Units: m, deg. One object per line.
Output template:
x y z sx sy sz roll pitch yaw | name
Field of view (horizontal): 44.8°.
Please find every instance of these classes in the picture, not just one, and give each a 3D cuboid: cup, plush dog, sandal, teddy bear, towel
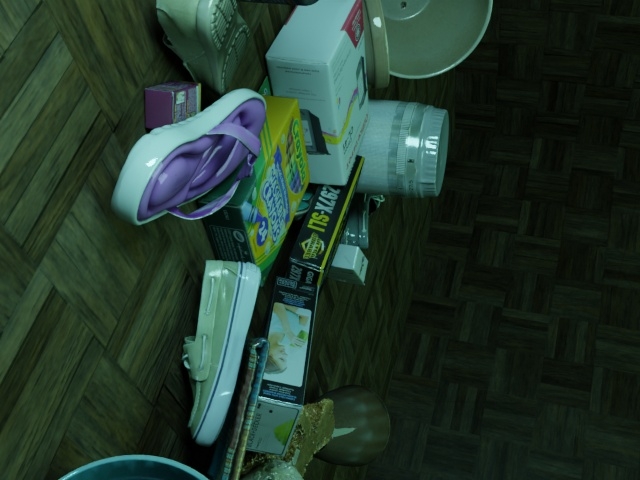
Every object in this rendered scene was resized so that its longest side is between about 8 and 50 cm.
0.217 -0.585 1.869 0.237 0.331 0.331 -104 -168 -59 | cup
-0.109 0.535 1.502 0.225 0.262 0.210 -60 -171 -25 | plush dog
-0.149 -0.097 1.074 0.169 0.102 0.416 -62 174 27 | sandal
-0.089 0.468 1.723 0.338 0.113 0.245 -55 144 -42 | teddy bear
-0.141 0.292 1.281 0.370 0.040 0.271 133 -31 -78 | towel

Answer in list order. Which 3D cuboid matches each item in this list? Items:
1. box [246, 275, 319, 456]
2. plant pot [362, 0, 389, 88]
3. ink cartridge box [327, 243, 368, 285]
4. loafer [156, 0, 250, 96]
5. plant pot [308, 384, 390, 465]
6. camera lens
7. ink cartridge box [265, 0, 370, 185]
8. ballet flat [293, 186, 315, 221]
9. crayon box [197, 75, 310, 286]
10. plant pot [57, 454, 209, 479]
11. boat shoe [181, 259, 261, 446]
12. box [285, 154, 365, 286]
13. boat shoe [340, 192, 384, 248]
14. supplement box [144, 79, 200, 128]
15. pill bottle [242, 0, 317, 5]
-0.075 0.229 1.440 0.290 0.087 0.169 -82 -173 -49 | box
0.073 -0.438 1.662 0.237 0.110 0.237 -9 90 -90 | plant pot
0.057 0.059 1.957 0.181 0.104 0.061 52 49 -70 | ink cartridge box
-0.158 -0.279 1.051 0.268 0.092 0.102 103 11 -78 | loafer
0.033 0.480 1.988 0.230 0.215 0.215 16 83 -59 | plant pot
0.145 -0.213 1.791 0.219 0.274 0.219 7 90 -76 | camera lens
0.006 -0.296 1.537 0.306 0.131 0.226 79 25 -48 | ink cartridge box
-0.047 -0.066 1.623 0.168 0.057 0.052 -45 151 -64 | ballet flat
-0.098 -0.109 1.366 0.203 0.083 0.323 81 24 -49 | crayon box
-0.227 0.441 0.933 0.255 0.272 0.271 101 9 -48 | plant pot
-0.173 0.175 1.244 0.109 0.094 0.302 -165 -92 -82 | boat shoe
0.000 0.000 1.670 0.257 0.079 0.322 101 8 -53 | box
0.121 -0.092 2.107 0.116 0.099 0.319 83 23 -44 | boat shoe
-0.198 -0.182 1.046 0.083 0.043 0.055 -46 144 -65 | supplement box
-0.069 -0.376 1.014 0.130 0.246 0.130 10 90 -74 | pill bottle
